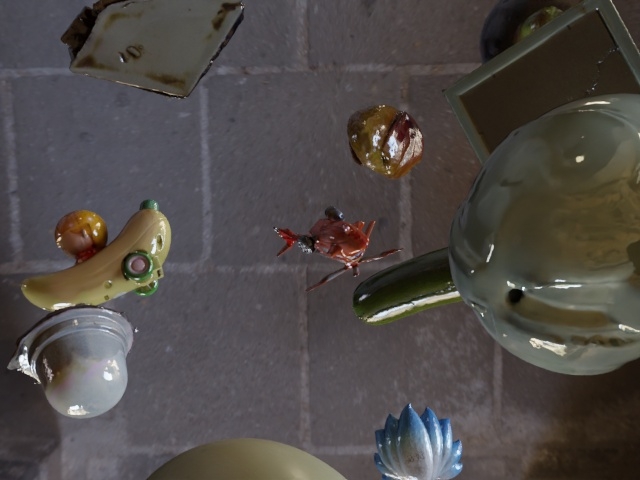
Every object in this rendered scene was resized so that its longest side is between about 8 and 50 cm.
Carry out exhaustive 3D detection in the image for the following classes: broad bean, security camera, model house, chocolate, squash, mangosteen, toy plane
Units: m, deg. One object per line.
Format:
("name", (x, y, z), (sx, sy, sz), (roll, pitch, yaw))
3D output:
("broad bean", (0.128, -0.199, 1.697), (0.122, 0.228, 0.156), (-12, 91, 34))
("security camera", (0.207, 0.009, 0.463), (0.277, 0.191, 0.197), (13, 127, 36))
("model house", (-0.360, -0.473, 1.784), (0.297, 0.282, 0.317), (27, 108, -25))
("chocolate", (-0.405, 0.220, 1.399), (0.221, 0.147, 0.221), (-11, 131, -14))
("squash", (0.177, 0.055, 1.197), (0.332, 0.087, 0.087), (-19, 101, 37))
("mangosteen", (0.478, -0.417, 1.774), (0.288, 0.288, 0.287), (0, 100, 1))
("toy plane", (0.006, -0.005, 1.051), (0.126, 0.194, 0.077), (-37, 116, -4))

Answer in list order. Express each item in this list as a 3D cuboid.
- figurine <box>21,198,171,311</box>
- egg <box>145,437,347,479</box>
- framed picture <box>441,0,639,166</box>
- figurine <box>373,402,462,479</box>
("figurine", (-0.464, 0.029, 1.724), (0.325, 0.124, 0.222), (-24, 75, -14))
("egg", (-0.047, 0.234, 0.576), (0.186, 0.242, 0.185), (-1, 92, -36))
("framed picture", (0.304, -0.111, 0.991), (0.231, 0.018, 0.293), (-30, 84, 34))
("figurine", (0.115, 0.248, 1.016), (0.114, 0.079, 0.114), (2, 99, 15))
